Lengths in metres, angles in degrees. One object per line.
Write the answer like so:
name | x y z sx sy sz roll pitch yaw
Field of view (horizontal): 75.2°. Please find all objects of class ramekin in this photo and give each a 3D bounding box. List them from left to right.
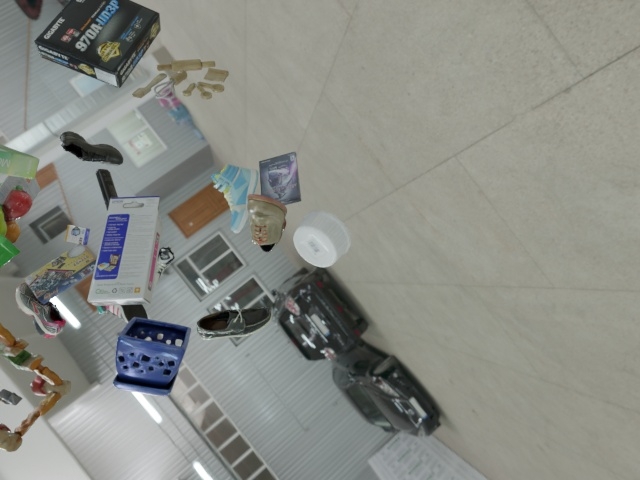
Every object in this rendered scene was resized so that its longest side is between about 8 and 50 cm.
ramekin | 0.000 0.000 2.047 0.277 0.135 0.277 20 135 21

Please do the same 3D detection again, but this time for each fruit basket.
fruit basket | -1.047 -0.080 1.345 0.165 0.353 0.327 22 160 -19

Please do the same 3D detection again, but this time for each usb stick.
usb stick | -0.970 -0.195 1.920 0.077 0.045 0.278 -10 -99 -70

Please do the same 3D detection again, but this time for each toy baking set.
toy baking set | -0.377 -0.441 1.130 0.030 0.256 0.197 96 162 -46

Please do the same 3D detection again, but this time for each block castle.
block castle | -1.116 0.466 1.381 0.213 0.303 0.453 -4 127 30

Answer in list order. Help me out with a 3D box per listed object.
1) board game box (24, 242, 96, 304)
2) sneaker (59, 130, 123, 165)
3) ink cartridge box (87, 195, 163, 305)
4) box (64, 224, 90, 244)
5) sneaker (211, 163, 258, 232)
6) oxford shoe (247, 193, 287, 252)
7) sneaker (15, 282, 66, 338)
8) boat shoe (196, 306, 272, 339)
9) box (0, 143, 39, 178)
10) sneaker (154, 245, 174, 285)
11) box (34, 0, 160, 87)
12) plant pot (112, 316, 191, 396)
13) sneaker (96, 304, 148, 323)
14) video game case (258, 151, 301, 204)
board game box | -1.035 0.128 1.667 0.165 0.243 0.042 30 148 35
sneaker | -1.116 -0.423 2.027 0.286 0.109 0.130 16 -152 -35
ink cartridge box | -0.624 0.027 1.356 0.069 0.175 0.371 86 -178 -66
box | -1.149 -0.025 1.973 0.136 0.081 0.028 10 178 18
sneaker | -0.426 -0.206 1.940 0.208 0.319 0.127 16 170 -27
oxford shoe | -0.180 -0.049 1.390 0.123 0.130 0.348 11 164 8
sneaker | -1.346 0.323 2.013 0.299 0.112 0.121 51 -168 1
boat shoe | -0.263 0.249 1.284 0.079 0.233 0.084 99 157 -50
box | -0.800 -0.200 0.835 0.232 0.058 0.322 20 -173 17
sneaker | -0.783 0.113 2.013 0.094 0.153 0.235 34 -148 -9
box | -0.491 -0.465 0.939 0.175 0.220 0.051 21 152 -8
plant pot | -0.630 0.437 1.553 0.236 0.212 0.236 13 -176 -12
sneaker | -0.993 0.339 2.048 0.178 0.124 0.295 -32 99 40
video game case | -0.199 -0.291 2.016 0.026 0.196 0.274 54 -154 -62
